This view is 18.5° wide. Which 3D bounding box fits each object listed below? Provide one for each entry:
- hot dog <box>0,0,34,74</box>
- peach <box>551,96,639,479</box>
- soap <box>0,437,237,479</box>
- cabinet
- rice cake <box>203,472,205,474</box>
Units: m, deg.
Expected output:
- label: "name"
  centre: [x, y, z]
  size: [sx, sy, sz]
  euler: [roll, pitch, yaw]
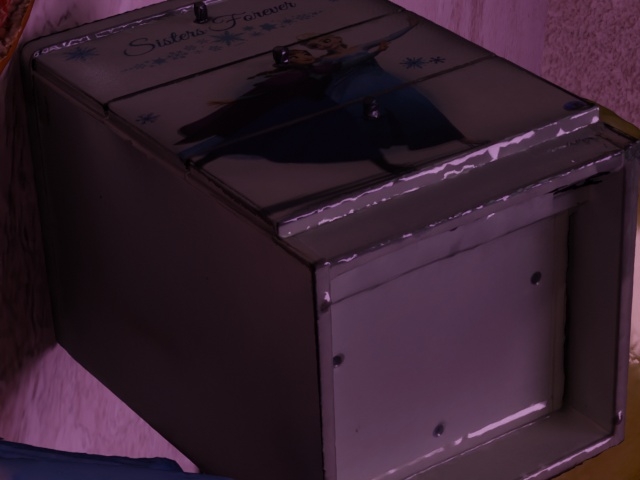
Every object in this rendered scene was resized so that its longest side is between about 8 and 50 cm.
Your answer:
- label: "hot dog"
  centre: [-0.134, -0.047, 0.575]
  size: [0.235, 0.062, 0.092]
  euler: [-72, 165, -46]
- label: "peach"
  centre: [0.101, 0.050, 1.197]
  size: [0.314, 0.281, 0.315]
  euler: [-19, 123, -82]
- label: "soap"
  centre: [-0.093, 0.195, 0.624]
  size: [0.077, 0.156, 0.293]
  euler: [74, 22, -63]
- label: "cabinet"
  centre: [0.000, 0.000, 0.770]
  size: [0.145, 0.206, 0.150]
  euler: [-21, 124, -29]
- label: "rice cake"
  centre: [-0.050, 0.061, 1.071]
  size: [0.043, 0.034, 0.211]
  euler: [-52, 146, -54]
